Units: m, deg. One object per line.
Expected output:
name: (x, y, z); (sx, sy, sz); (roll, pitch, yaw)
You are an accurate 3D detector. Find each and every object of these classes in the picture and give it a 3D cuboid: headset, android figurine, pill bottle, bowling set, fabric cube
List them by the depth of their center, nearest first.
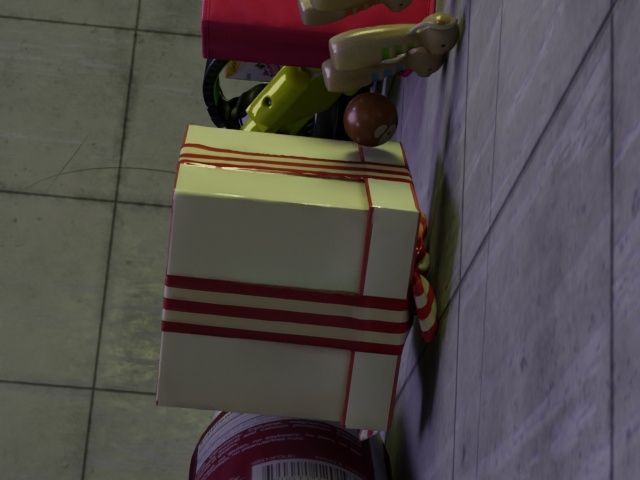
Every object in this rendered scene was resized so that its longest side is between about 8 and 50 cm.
bowling set: (0.078, -0.199, 1.534); (0.287, 0.154, 0.199); (160, 97, -85)
pill bottle: (-0.031, 0.286, 1.617); (0.392, 0.224, 0.224); (-95, 11, -73)
fabric cube: (-0.001, -0.342, 1.810); (0.254, 0.258, 0.259); (138, 137, -86)
android figurine: (0.006, -0.225, 2.078); (0.273, 0.056, 0.248); (-43, -10, 34)
headset: (-0.026, -0.199, 2.356); (0.394, 0.243, 0.185); (65, -158, -43)

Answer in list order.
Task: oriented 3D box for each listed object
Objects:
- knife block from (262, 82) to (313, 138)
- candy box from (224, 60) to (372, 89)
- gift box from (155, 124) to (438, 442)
knife block: (-0.051, -0.230, 2.594); (0.275, 0.242, 0.088); (-89, 6, -51)
candy box: (-0.028, -0.297, 2.365); (0.159, 0.234, 0.071); (105, 171, -73)
gift box: (-0.020, 0.044, 1.514); (0.255, 0.258, 0.276); (-91, 7, -65)
